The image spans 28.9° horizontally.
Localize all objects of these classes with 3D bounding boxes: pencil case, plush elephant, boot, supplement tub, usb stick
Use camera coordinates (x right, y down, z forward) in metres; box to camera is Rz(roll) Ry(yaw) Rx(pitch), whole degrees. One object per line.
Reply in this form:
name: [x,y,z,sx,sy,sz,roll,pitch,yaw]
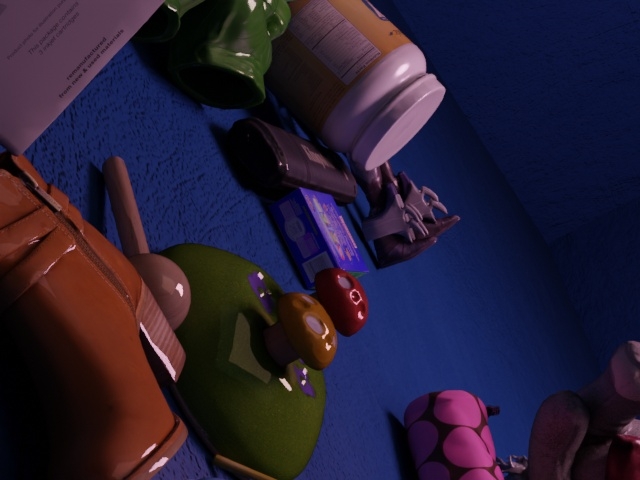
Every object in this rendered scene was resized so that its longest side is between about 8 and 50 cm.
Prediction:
pencil case: [0.139,0.237,1.157,0.209,0.095,0.098,-96,168,-52]
plush elephant: [0.284,0.302,1.259,0.272,0.330,0.255,41,44,-23]
boot: [-0.135,0.042,0.602,0.152,0.073,0.197,55,8,-18]
supplement tub: [0.021,-0.186,1.336,0.200,0.144,0.144,45,11,10]
usb stick: [-0.022,-0.076,1.262,0.077,0.045,0.278,51,11,13]

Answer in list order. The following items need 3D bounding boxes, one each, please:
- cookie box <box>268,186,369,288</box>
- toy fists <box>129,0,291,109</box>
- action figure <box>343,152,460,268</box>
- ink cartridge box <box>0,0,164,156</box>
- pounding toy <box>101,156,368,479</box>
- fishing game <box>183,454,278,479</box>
cookie box: [0.000,0.000,1.212,0.092,0.040,0.107,64,14,10]
toy fists: [-0.107,-0.224,1.050,0.279,0.096,0.142,34,56,-61]
action figure: [0.049,-0.112,1.498,0.285,0.099,0.185,57,19,-4]
ink cartridge box: [-0.185,-0.156,0.601,0.128,0.127,0.176,42,-2,42]
pounding toy: [-0.039,0.047,0.836,0.237,0.110,0.183,52,16,-34]
fishing game: [-0.014,0.186,0.663,0.189,0.041,0.264,23,7,-10]
